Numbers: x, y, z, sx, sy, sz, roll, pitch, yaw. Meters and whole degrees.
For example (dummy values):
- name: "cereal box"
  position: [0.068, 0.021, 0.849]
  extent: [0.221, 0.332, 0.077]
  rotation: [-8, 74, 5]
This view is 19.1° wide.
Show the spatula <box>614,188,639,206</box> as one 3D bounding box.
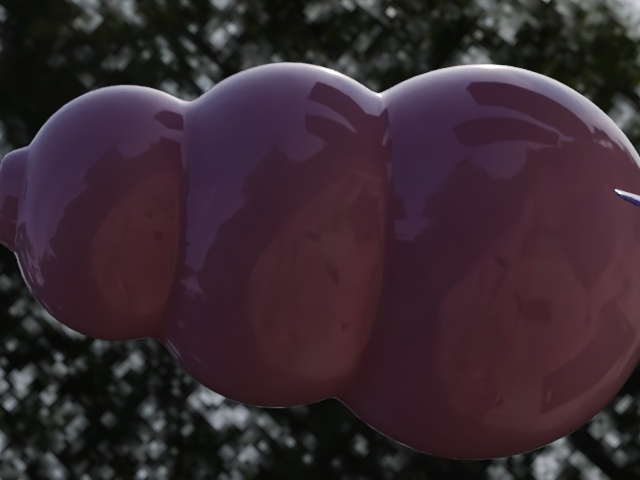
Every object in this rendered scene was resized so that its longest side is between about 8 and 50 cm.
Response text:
- name: "spatula"
  position: [0.176, 0.018, 0.468]
  extent: [0.084, 0.296, 0.030]
  rotation: [27, -99, -27]

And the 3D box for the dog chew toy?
- name: "dog chew toy"
  position: [0.000, 0.000, 0.979]
  extent: [0.332, 0.206, 0.206]
  rotation: [8, -44, -8]
